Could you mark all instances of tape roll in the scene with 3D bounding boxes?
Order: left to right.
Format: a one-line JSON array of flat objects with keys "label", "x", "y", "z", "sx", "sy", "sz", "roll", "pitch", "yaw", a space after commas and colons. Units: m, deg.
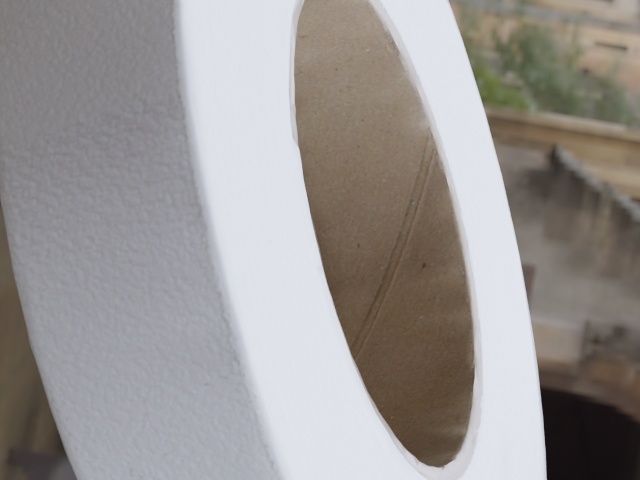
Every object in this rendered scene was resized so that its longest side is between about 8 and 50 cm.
[{"label": "tape roll", "x": 0.000, "y": 0.000, "z": 0.712, "sx": 0.392, "sy": 0.072, "sz": 0.392, "roll": -13, "pitch": 90, "yaw": -71}]
